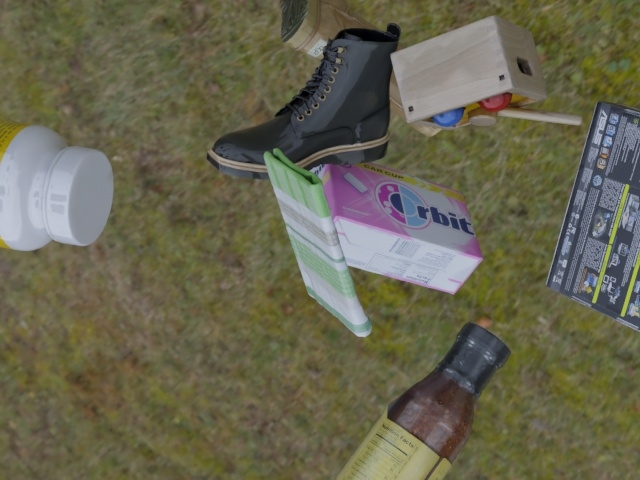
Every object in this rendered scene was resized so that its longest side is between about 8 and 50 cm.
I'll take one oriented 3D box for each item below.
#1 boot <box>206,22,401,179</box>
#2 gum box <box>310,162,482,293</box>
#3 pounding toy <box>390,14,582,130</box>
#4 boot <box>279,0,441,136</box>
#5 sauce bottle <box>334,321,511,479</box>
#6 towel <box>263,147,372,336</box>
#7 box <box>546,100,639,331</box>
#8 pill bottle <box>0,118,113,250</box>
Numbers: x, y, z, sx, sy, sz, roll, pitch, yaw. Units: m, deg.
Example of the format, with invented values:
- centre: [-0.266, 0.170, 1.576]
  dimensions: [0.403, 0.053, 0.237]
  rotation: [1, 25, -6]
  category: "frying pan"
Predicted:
- centre: [-0.015, -0.140, 1.094]
  dimensions: [0.077, 0.198, 0.137]
  rotation: [41, 134, 41]
  category: "boot"
- centre: [0.079, -0.019, 1.210]
  dimensions: [0.188, 0.107, 0.062]
  rotation: [16, 131, -23]
  category: "gum box"
- centre: [0.165, -0.148, 1.104]
  dimensions: [0.130, 0.141, 0.100]
  rotation: [-16, 83, 28]
  category: "pounding toy"
- centre: [0.068, -0.297, 1.635]
  dimensions: [0.269, 0.236, 0.089]
  rotation: [27, 141, -28]
  category: "boot"
- centre: [0.043, 0.096, 0.523]
  dimensions: [0.042, 0.128, 0.042]
  rotation: [37, 167, 10]
  category: "sauce bottle"
- centre: [0.000, 0.000, 0.977]
  dimensions: [0.113, 0.023, 0.152]
  rotation: [37, 149, 57]
  category: "towel"
- centre: [0.422, -0.027, 1.472]
  dimensions: [0.216, 0.060, 0.270]
  rotation: [28, 110, 49]
  category: "box"
- centre: [-0.486, -0.087, 1.663]
  dimensions: [0.334, 0.188, 0.188]
  rotation: [9, 120, 15]
  category: "pill bottle"
